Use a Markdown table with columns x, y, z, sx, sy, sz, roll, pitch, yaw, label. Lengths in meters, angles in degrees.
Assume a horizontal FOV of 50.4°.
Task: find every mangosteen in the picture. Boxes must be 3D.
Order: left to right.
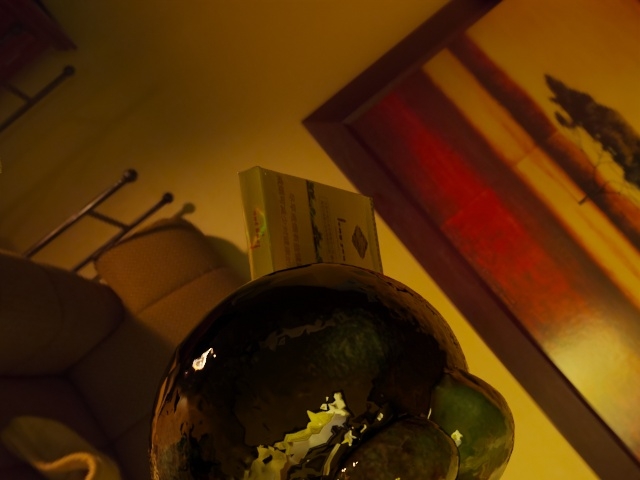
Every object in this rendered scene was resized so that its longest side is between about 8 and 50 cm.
| x | y | z | sx | sy | sz | roll | pitch | yaw | label |
| --- | --- | --- | --- | --- | --- | --- | --- | --- | --- |
| 0.002 | 0.128 | 0.436 | 0.243 | 0.243 | 0.243 | 51 | 0 | 1 | mangosteen |

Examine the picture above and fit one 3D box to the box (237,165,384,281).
| x | y | z | sx | sy | sz | roll | pitch | yaw | label |
| --- | --- | --- | --- | --- | --- | --- | --- | --- | --- |
| 0.000 | 0.000 | 0.900 | 0.279 | 0.041 | 0.153 | 9 | 69 | -57 | box |
